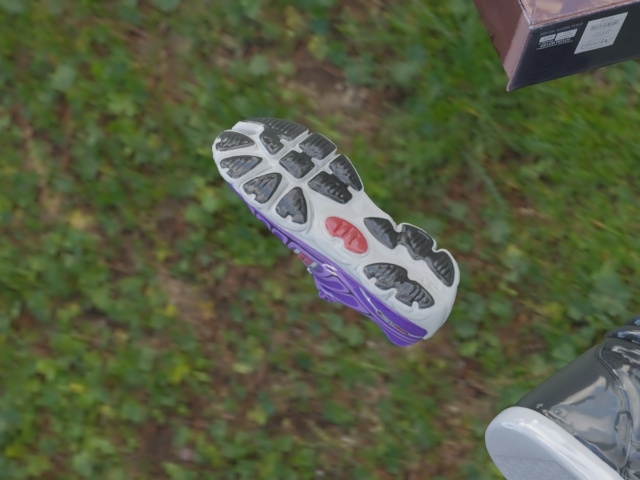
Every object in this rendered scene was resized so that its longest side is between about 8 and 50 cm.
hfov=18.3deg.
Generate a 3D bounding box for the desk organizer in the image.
[{"bbox_3d":[0.129,-0.107,0.797,0.130,0.047,0.050,-15,66,-14],"label":"desk organizer"}]

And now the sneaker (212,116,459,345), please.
[{"bbox_3d":[0.000,0.000,1.142,0.170,0.068,0.071,44,144,12],"label":"sneaker"}]

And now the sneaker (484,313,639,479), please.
[{"bbox_3d":[0.249,0.156,1.137,0.296,0.104,0.147,41,66,7],"label":"sneaker"}]
